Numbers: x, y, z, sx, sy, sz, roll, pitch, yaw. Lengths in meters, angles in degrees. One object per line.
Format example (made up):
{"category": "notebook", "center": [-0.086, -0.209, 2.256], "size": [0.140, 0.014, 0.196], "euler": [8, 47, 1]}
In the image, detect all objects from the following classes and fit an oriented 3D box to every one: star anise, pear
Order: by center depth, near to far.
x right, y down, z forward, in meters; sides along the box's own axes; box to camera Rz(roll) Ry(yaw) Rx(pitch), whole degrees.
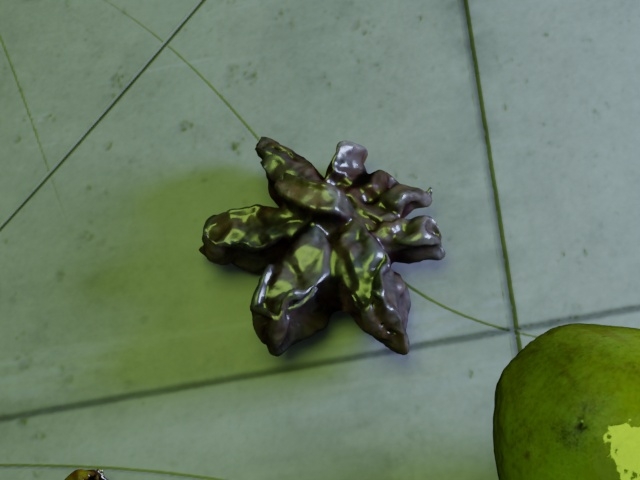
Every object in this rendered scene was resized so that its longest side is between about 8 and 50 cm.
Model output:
{"category": "pear", "center": [0.238, 0.173, 1.368], "size": [0.212, 0.212, 0.269], "euler": [-36, 65, -7]}
{"category": "star anise", "center": [-0.006, -0.003, 1.592], "size": [0.220, 0.099, 0.214], "euler": [11, 55, 20]}

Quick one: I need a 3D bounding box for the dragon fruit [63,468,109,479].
{"category": "dragon fruit", "center": [-0.274, 0.254, 1.510], "size": [0.246, 0.125, 0.125], "euler": [-32, 87, -28]}
